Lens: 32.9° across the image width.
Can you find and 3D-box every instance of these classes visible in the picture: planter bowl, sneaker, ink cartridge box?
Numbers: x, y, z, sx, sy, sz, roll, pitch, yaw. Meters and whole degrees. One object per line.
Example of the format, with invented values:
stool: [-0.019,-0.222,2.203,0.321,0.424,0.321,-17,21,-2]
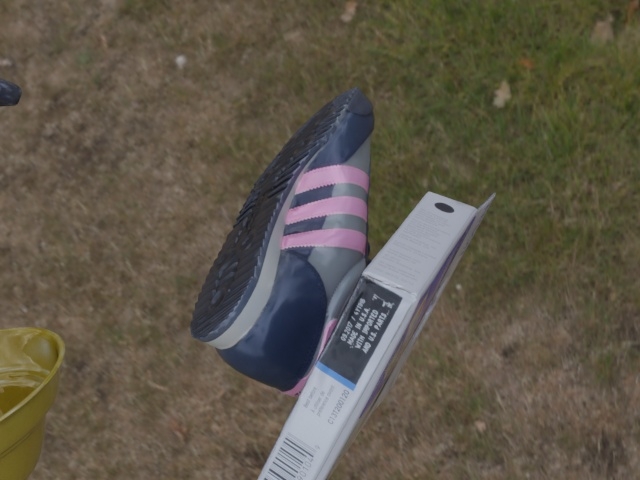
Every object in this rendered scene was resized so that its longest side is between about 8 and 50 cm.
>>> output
planter bowl: [-0.291,0.161,0.862,0.217,0.090,0.217,-16,20,6]
sneaker: [0.000,0.000,0.939,0.112,0.131,0.319,-31,25,45]
ink cartridge box: [0.040,0.071,0.763,0.045,0.208,0.206,30,118,10]

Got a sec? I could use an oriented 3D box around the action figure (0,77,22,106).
action figure: [-0.317,-0.161,0.526,0.178,0.330,0.341,-24,44,17]
